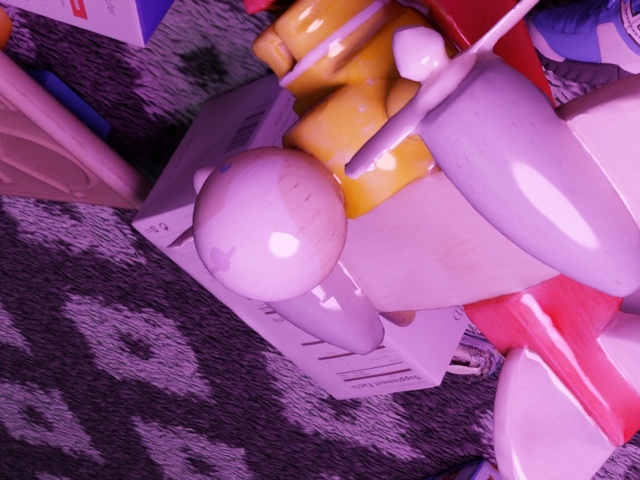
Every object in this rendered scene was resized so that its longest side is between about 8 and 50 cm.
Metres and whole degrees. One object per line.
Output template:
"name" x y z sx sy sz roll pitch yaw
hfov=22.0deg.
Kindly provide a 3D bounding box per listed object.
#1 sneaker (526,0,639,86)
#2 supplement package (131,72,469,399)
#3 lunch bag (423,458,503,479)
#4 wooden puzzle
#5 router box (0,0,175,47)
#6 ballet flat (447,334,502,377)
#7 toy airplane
"sneaker" 0.220 -0.141 0.998 0.211 0.080 0.081 2 119 37
"supplement package" 0.000 0.000 1.311 0.244 0.139 0.134 42 148 -24
"lunch bag" 0.105 0.365 1.676 0.115 0.243 0.303 31 149 -4
"wooden puzzle" -0.316 -0.131 1.389 0.348 0.080 0.322 12 160 35
"router box" -0.253 -0.306 1.108 0.301 0.082 0.335 19 149 15
"ballet flat" 0.104 0.094 1.467 0.114 0.041 0.041 20 149 15
"toy airplane" 0.058 -0.016 0.950 0.384 0.272 0.386 46 147 39
